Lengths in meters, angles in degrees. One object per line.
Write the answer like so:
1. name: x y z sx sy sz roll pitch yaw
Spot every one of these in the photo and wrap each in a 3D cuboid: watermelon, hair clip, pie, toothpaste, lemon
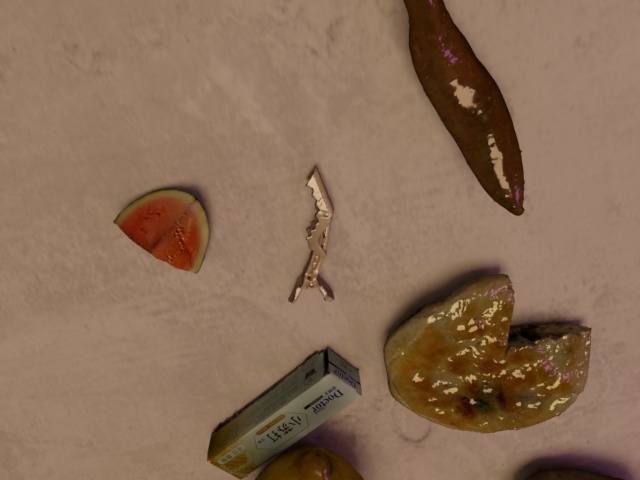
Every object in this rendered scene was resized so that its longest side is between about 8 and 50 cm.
1. watermelon: -0.233 -0.006 0.740 0.135 0.094 0.125 9 125 1
2. hair clip: 0.000 0.000 0.768 0.072 0.034 0.226 6 117 -5
3. pie: 0.264 0.205 0.844 0.337 0.075 0.337 1 119 2
4. toothpaste: -0.068 0.310 0.920 0.313 0.071 0.089 -41 114 20
5. lemon: -0.024 0.504 0.920 0.245 0.245 0.320 7 115 -1

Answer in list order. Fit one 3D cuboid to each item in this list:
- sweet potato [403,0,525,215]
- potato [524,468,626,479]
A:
1. sweet potato: 0.168 -0.187 0.617 0.079 0.108 0.346 -32 115 9
2. potato: 0.496 0.503 0.953 0.262 0.165 0.165 0 118 0
